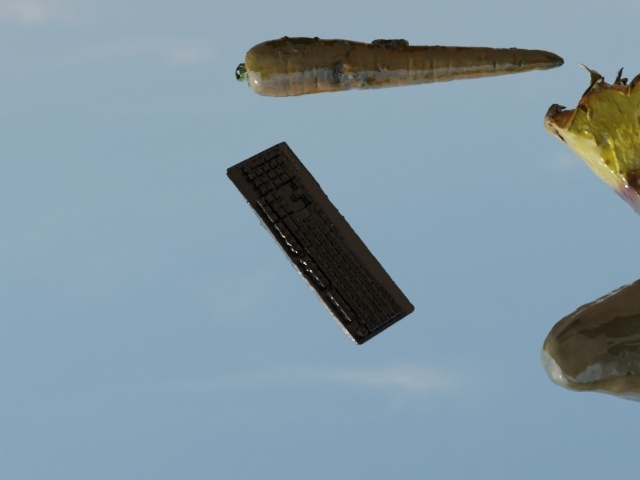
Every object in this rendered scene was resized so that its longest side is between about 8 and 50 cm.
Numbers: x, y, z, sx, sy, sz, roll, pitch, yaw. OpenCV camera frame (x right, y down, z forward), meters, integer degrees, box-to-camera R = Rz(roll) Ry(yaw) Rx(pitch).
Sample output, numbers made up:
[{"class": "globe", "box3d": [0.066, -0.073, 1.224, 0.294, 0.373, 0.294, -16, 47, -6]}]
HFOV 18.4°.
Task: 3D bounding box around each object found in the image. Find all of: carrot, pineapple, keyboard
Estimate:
[{"class": "carrot", "box3d": [0.061, -0.136, 1.528, 0.254, 0.049, 0.049, -1, -161, 1]}, {"class": "pineapple", "box3d": [0.227, -0.067, 1.392, 0.137, 0.116, 0.069, -2, 175, 3]}, {"class": "keyboard", "box3d": [0.000, -0.001, 1.726, 0.074, 0.196, 0.015, -30, 166, -28]}]

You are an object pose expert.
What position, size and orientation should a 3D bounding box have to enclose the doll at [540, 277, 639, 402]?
[{"class": "doll", "box3d": [0.260, 0.218, 1.544, 0.382, 0.252, 0.378, -6, -121, -24]}]
